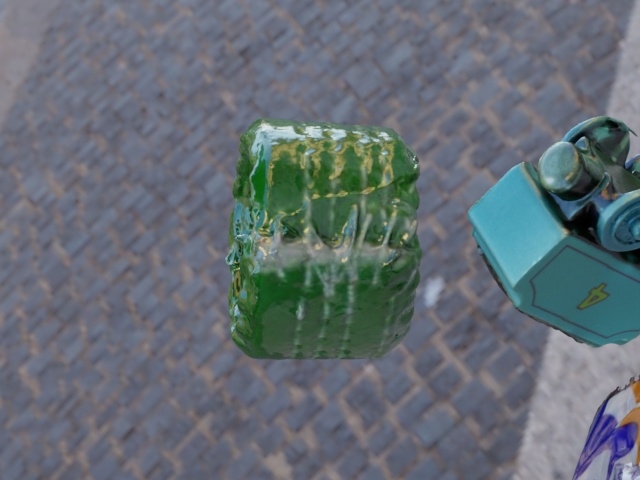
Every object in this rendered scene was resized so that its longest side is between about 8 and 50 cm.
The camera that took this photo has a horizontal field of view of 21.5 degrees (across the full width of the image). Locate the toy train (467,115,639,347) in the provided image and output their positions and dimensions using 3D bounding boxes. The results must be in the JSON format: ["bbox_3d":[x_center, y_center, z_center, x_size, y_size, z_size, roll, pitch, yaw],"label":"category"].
[{"bbox_3d":[0.212,-0.002,1.286,0.154,0.198,0.107,-43,48,19],"label":"toy train"}]

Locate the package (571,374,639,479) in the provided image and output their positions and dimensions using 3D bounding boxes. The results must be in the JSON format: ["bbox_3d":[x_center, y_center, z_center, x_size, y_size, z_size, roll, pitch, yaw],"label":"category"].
[{"bbox_3d":[0.071,0.060,0.334,0.110,0.033,0.077,152,140,-73],"label":"package"}]

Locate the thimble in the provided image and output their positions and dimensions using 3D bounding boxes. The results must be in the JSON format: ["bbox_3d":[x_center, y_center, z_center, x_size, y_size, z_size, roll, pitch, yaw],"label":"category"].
[{"bbox_3d":[0.000,0.000,0.823,0.130,0.090,0.118,154,118,-83],"label":"thimble"}]
